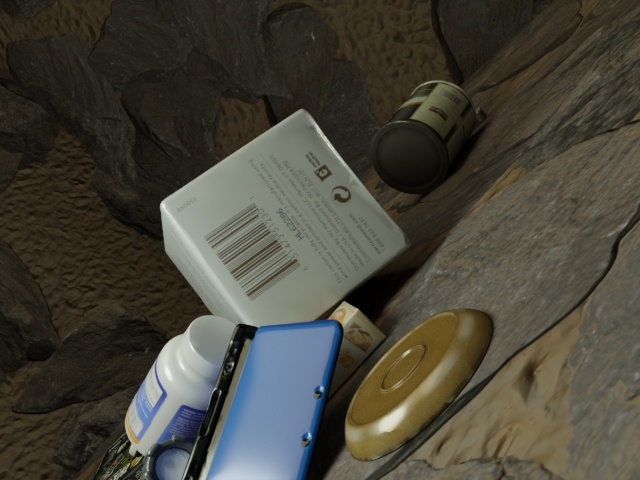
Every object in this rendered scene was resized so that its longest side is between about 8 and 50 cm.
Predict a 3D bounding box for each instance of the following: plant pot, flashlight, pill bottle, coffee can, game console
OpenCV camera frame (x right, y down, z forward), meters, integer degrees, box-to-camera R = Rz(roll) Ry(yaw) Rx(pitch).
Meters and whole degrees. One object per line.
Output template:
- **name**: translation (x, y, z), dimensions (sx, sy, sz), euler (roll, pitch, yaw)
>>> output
- **plant pot**: translation (0.108, 0.163, 0.886), dimensions (0.236, 0.032, 0.236), euler (-46, 6, 6)
- **flashlight**: translation (-0.264, 0.415, 1.231), dimensions (0.304, 0.103, 0.103), euler (123, 150, -54)
- **pill bottle**: translation (-0.229, 0.259, 1.285), dimensions (0.272, 0.152, 0.152), euler (-55, 0, 33)
- **coffee can**: translation (0.273, -0.272, 1.901), dimensions (0.201, 0.201, 0.275), euler (-40, 7, 42)
- **game console**: translation (-0.079, 0.278, 1.041), dimensions (0.250, 0.173, 0.293), euler (90, -165, -54)

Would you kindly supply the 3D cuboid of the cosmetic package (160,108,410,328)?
- **cosmetic package**: translation (-0.090, 0.013, 1.450), dimensions (0.327, 0.329, 0.393), euler (-37, -3, -16)

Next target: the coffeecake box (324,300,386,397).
- **coffeecake box**: translation (0.008, 0.193, 1.198), dimensions (0.185, 0.068, 0.142), euler (-46, 7, -5)

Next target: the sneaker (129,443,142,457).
- **sneaker**: translation (-0.319, 0.422, 1.646), dimensions (0.217, 0.121, 0.079), euler (-50, -9, -44)

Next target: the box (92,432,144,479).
- **box**: translation (-0.449, 0.540, 1.787), dimensions (0.322, 0.079, 0.257), euler (-43, 17, 23)

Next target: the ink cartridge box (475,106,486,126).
- **ink cartridge box**: translation (0.418, -0.325, 2.082), dimensions (0.115, 0.029, 0.063), euler (-42, 7, 26)
